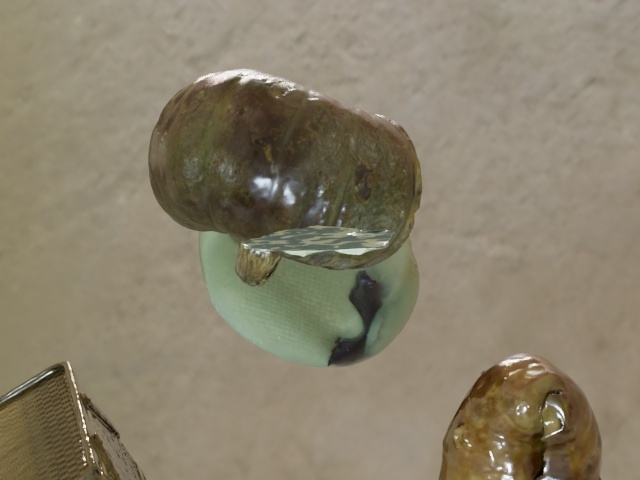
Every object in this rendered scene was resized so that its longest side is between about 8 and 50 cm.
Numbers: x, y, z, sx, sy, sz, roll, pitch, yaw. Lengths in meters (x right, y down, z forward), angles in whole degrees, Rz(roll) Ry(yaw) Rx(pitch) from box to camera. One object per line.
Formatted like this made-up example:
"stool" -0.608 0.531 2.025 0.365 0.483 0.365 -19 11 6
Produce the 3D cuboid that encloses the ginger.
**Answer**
"ginger" 0.199 0.272 1.639 0.165 0.172 0.321 4 95 -3

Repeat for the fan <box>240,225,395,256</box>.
"fan" 0.000 0.000 1.372 0.240 0.131 0.009 -157 63 -77

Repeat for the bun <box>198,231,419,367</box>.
"bun" -0.004 0.012 2.025 0.293 0.293 0.187 -9 30 34

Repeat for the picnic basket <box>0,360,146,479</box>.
"picnic basket" -0.241 0.241 1.407 0.165 0.139 0.267 -32 24 -3

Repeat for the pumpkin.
"pumpkin" -0.078 -0.066 1.777 0.325 0.232 0.242 13 96 41
